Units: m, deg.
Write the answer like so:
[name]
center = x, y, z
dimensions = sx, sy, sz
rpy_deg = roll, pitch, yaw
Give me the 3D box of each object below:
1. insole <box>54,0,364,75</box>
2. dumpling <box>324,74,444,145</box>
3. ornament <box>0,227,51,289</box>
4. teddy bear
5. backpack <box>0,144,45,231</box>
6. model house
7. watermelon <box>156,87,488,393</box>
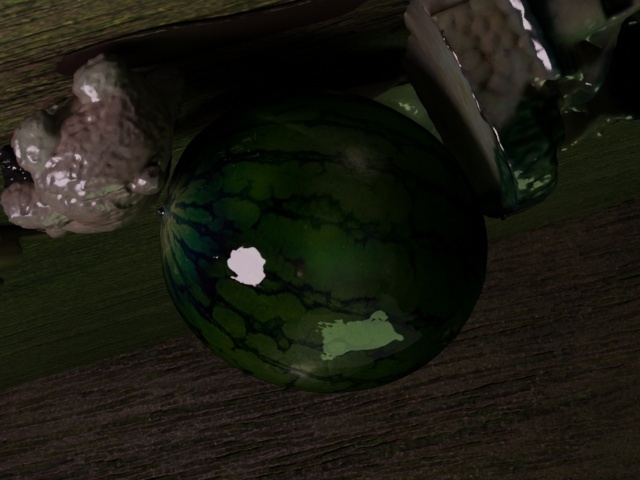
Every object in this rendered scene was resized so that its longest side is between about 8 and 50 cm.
[insole]
center = -0.110, -0.209, 1.562
dimensions = 0.327, 0.007, 0.111
rpy_deg = -14, 172, -12
[dumpling]
center = 0.006, -0.114, 1.880
dimensions = 0.341, 0.181, 0.260
rpy_deg = 12, 145, -7
[ornament]
center = -0.477, 0.026, 2.117
dimensions = 0.230, 0.061, 0.245
rpy_deg = -25, 171, 34
[teddy bear]
center = -0.224, -0.091, 1.586
dimensions = 0.236, 0.151, 0.267
rpy_deg = -42, -174, -6
[backpack]
center = -0.305, -0.060, 1.785
dimensions = 0.120, 0.106, 0.165
rpy_deg = -20, 168, -9
[model house]
center = 0.251, -0.193, 1.613
dimensions = 0.284, 0.243, 0.298
rpy_deg = -30, 178, -4
[watermelon]
center = 0.000, 0.000, 1.656
dimensions = 0.363, 0.363, 0.363
rpy_deg = -16, 171, -3
